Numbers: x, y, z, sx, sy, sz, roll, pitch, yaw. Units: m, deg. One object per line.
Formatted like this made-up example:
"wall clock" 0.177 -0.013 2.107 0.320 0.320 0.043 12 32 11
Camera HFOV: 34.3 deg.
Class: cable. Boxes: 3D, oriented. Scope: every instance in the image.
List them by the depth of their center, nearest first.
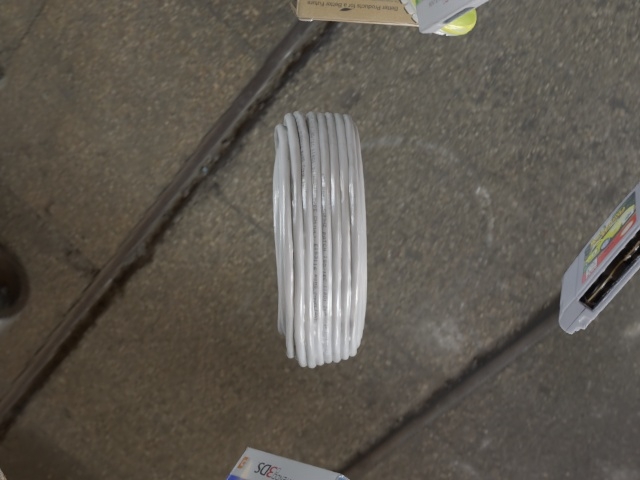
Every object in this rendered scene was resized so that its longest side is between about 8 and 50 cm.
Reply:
"cable" 0.000 0.000 1.038 0.089 0.257 0.257 -1 123 -1

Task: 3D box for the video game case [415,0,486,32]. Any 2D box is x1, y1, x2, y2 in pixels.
"video game case" 0.118 -0.327 1.025 0.023 0.193 0.212 -9 93 -11

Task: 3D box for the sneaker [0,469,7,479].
"sneaker" -0.260 0.229 0.784 0.099 0.262 0.121 -34 129 -2

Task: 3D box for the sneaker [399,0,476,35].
"sneaker" 0.135 -0.332 1.246 0.094 0.081 0.208 -13 132 44

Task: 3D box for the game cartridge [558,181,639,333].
"game cartridge" 0.497 0.006 1.716 0.060 0.196 0.294 36 116 3

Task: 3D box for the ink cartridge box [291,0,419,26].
"ink cartridge box" 0.083 -0.396 1.411 0.234 0.088 0.193 2 111 -11

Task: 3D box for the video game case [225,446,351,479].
"video game case" -0.087 0.342 1.033 0.061 0.269 0.244 42 160 -15
